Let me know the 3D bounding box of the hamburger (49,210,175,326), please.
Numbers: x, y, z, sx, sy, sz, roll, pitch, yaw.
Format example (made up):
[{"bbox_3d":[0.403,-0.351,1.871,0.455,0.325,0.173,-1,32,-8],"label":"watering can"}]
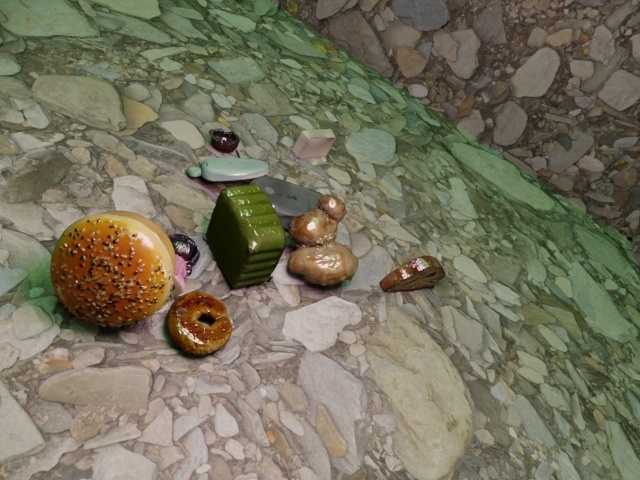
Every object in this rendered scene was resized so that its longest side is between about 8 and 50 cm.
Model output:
[{"bbox_3d":[-0.492,0.073,1.100,0.299,0.300,0.176,24,21,-11],"label":"hamburger"}]

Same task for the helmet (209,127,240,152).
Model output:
[{"bbox_3d":[-0.381,-0.387,1.791,0.123,0.071,0.098,3,42,-22],"label":"helmet"}]

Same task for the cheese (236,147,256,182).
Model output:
[{"bbox_3d":[-0.290,-0.303,1.787,0.096,0.038,0.192,-9,52,-25],"label":"cheese"}]

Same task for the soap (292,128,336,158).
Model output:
[{"bbox_3d":[-0.025,-0.430,2.028,0.183,0.121,0.064,-15,61,-42],"label":"soap"}]

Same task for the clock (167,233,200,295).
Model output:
[{"bbox_3d":[-0.452,0.050,1.296,0.193,0.100,0.196,25,34,-11],"label":"clock"}]

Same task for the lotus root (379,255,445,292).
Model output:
[{"bbox_3d":[0.366,0.124,1.716,0.260,0.170,0.075,2,53,-38],"label":"lotus root"}]

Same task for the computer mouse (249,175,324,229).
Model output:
[{"bbox_3d":[-0.104,-0.120,1.672,0.370,0.122,0.189,12,44,-30],"label":"computer mouse"}]

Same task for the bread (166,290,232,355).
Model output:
[{"bbox_3d":[-0.329,0.224,1.235,0.193,0.064,0.193,24,38,-20],"label":"bread"}]

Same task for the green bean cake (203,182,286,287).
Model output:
[{"bbox_3d":[-0.225,-0.014,1.388,0.156,0.250,0.247,-11,56,-39],"label":"green bean cake"}]

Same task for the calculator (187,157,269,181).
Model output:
[{"bbox_3d":[-0.332,-0.261,1.655,0.294,0.042,0.184,-5,28,-16],"label":"calculator"}]

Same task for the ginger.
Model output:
[{"bbox_3d":[0.000,0.000,1.535,0.244,0.155,0.305,-8,90,-8],"label":"ginger"}]

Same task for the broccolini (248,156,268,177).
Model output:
[{"bbox_3d":[-0.225,-0.254,1.796,0.218,0.042,0.044,45,14,19],"label":"broccolini"}]
